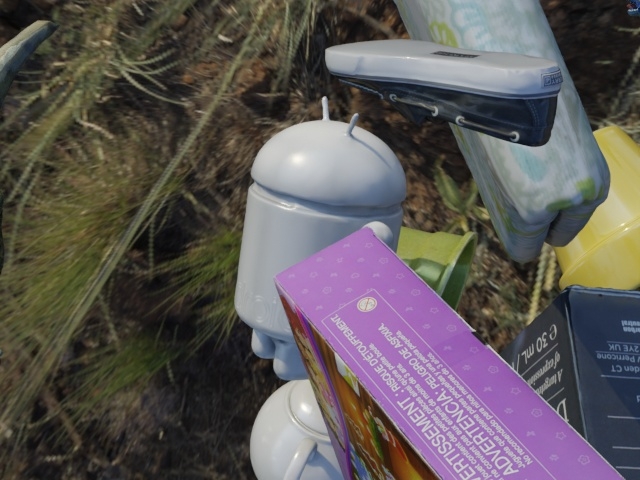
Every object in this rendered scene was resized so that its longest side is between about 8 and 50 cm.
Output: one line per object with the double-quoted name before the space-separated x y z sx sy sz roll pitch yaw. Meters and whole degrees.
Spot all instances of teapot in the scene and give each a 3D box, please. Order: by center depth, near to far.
"teapot" 0.009 0.300 1.638 0.252 0.256 0.187 -7 131 -23

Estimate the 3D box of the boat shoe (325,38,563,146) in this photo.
"boat shoe" 0.057 -0.077 0.529 0.049 0.142 0.040 -21 118 -41

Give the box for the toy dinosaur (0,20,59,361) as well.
"toy dinosaur" -0.196 -0.035 0.489 0.118 0.268 0.064 18 132 -24

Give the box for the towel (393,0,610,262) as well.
"towel" 0.136 -0.149 0.850 0.090 0.374 0.321 -24 80 7

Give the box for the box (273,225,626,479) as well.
"box" 0.078 0.159 0.503 0.057 0.201 0.293 -28 131 -13

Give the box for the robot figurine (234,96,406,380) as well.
"robot figurine" 0.000 0.000 1.327 0.199 0.300 0.354 -1 107 -32

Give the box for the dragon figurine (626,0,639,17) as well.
"dragon figurine" 0.417 -0.163 1.064 0.085 0.144 0.289 -29 53 -5

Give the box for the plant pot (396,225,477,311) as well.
"plant pot" 0.069 0.071 1.562 0.253 0.276 0.276 22 97 15

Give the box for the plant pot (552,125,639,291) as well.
"plant pot" 0.446 -0.031 1.553 0.254 0.254 0.239 -30 72 3

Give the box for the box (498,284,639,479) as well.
"box" 0.258 0.281 0.856 0.212 0.293 0.396 5 61 -13
